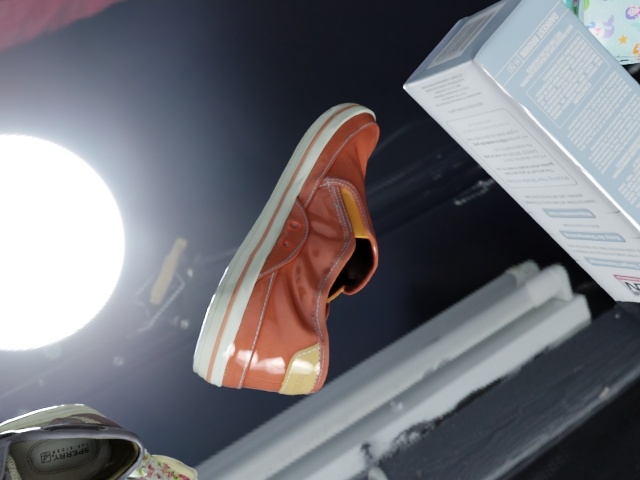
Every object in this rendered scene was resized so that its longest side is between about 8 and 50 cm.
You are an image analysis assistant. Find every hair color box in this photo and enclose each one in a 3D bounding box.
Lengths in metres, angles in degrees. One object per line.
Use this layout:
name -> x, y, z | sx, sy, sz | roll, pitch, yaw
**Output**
hair color box -> 0.283, -0.087, 0.957 | 0.374, 0.185, 0.114 | 43, -99, -13

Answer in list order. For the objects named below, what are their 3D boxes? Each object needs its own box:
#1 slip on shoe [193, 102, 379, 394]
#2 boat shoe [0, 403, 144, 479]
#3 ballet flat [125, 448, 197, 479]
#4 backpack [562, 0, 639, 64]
slip on shoe -> 0.000, 0.000, 0.734 | 0.101, 0.123, 0.331 | 21, -139, 3
boat shoe -> -0.267, 0.203, 0.720 | 0.092, 0.103, 0.285 | -8, -177, 39
ballet flat -> -0.140, 0.292, 0.999 | 0.241, 0.091, 0.077 | 28, -150, 3
backpack -> 0.464, -0.403, 1.509 | 0.253, 0.225, 0.191 | -3, -159, -5
